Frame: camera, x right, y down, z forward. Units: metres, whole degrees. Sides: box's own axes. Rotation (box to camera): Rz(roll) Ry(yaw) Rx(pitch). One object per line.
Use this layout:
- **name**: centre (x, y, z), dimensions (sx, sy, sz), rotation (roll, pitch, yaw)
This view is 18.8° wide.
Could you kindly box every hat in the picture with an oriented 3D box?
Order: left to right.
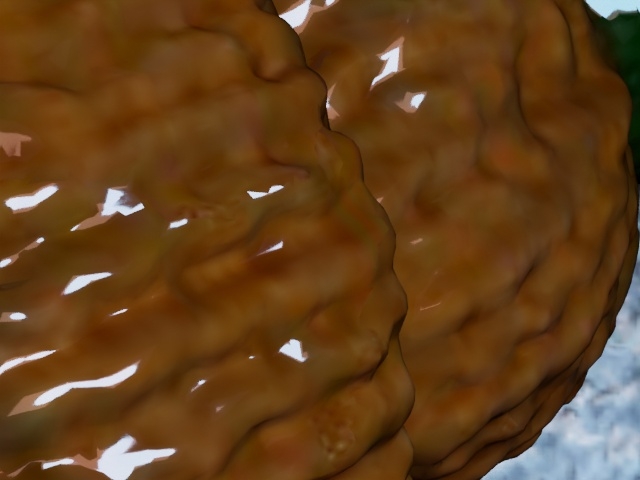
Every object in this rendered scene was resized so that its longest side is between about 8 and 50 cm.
- **hat**: centre (0.000, 0.000, 0.647), dimensions (0.400, 0.285, 0.285), rotation (-13, 76, -32)
